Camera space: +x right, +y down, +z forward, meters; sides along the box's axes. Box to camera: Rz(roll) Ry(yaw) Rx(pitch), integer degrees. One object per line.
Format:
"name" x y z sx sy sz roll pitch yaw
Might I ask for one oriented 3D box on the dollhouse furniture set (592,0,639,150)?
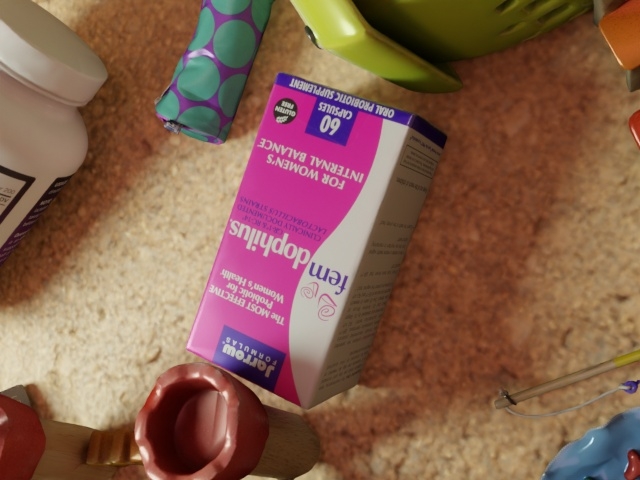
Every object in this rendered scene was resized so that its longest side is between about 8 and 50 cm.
"dollhouse furniture set" 0.320 -0.096 0.418 0.259 0.135 0.262 -27 78 19

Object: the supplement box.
"supplement box" 0.000 0.000 0.556 0.111 0.114 0.220 21 97 20

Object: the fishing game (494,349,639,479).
"fishing game" 0.240 0.206 0.490 0.189 0.041 0.264 -20 83 19

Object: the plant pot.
"plant pot" 0.073 -0.233 0.481 0.207 0.228 0.227 -36 76 23

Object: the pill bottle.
"pill bottle" -0.340 -0.065 0.656 0.323 0.181 0.181 -47 73 13

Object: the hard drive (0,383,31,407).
"hard drive" -0.330 0.287 0.705 0.172 0.054 0.255 -22 80 19

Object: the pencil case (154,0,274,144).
"pencil case" -0.091 -0.162 0.622 0.070 0.064 0.152 21 96 -4

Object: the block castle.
"block castle" -0.157 0.325 0.486 0.302 0.213 0.454 -11 66 24
